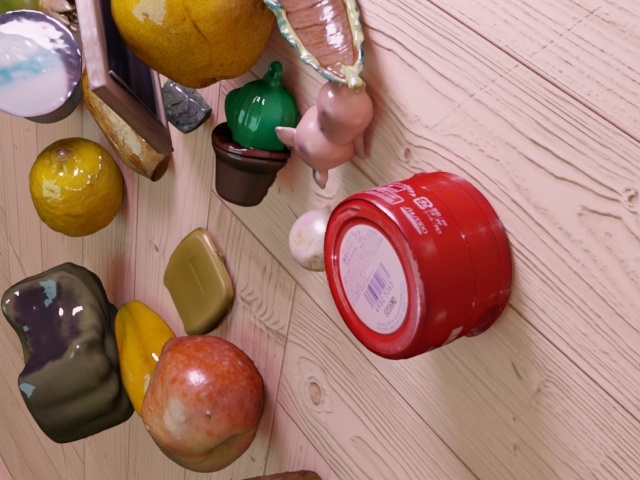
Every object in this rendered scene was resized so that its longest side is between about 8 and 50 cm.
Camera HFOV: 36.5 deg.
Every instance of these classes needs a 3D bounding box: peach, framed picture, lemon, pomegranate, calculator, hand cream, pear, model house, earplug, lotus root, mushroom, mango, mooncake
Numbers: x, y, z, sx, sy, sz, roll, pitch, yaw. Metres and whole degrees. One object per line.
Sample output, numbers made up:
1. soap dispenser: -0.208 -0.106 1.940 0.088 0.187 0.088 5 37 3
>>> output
1. peach: -0.197 0.250 1.559 0.232 0.232 0.232 32 130 47
2. framed picture: -0.288 -0.367 1.327 0.326 0.028 0.446 57 -159 -81
3. lemon: -0.458 -0.098 1.826 0.180 0.180 0.193 27 127 49
4. pomegranate: -0.534 -0.450 1.789 0.225 0.187 0.187 22 128 18
5. calculator: -0.211 0.074 1.653 0.157 0.033 0.236 64 146 16
6. hand cream: 0.101 0.027 1.057 0.193 0.125 0.193 34 132 49
7. pear: -0.156 -0.294 1.222 0.209 0.209 0.209 32 130 47
8. model house: -0.207 -0.206 1.497 0.083 0.066 0.079 47 133 7
9. earplug: -0.520 -0.300 1.804 0.324 0.185 0.185 176 77 -82
10. lotus root: -0.335 -0.218 1.647 0.258 0.097 0.110 58 143 16
11. mushroom: 0.000 0.000 1.258 0.083 0.067 0.083 -7 76 30
12. mango: -0.319 0.231 1.831 0.317 0.119 0.176 58 151 37
13. mooncake: -0.487 0.226 1.934 0.351 0.187 0.351 159 90 -86

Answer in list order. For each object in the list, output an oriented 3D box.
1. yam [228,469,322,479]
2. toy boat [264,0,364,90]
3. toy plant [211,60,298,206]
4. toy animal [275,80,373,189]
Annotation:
1. yam: -0.098 0.423 1.472 0.128 0.238 0.129 -122 33 -50
2. toy boat: -0.015 -0.287 1.106 0.099 0.108 0.293 99 149 -79
3. toy plant: -0.088 -0.149 1.295 0.143 0.105 0.200 47 125 54
4. toy animal: 0.013 -0.139 1.153 0.083 0.089 0.150 58 137 28
